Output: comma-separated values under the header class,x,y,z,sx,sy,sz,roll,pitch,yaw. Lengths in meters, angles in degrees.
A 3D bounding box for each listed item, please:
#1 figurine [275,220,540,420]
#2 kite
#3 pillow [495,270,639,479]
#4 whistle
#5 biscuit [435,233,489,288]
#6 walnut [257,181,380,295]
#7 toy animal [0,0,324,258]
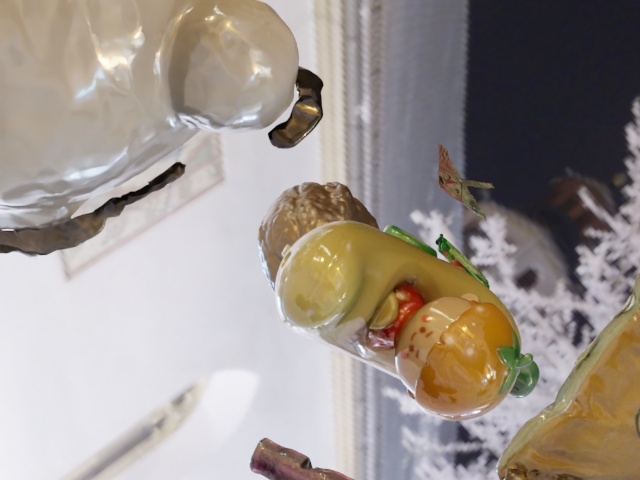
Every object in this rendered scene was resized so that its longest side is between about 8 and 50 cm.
class,x,y,z,sx,sy,sz,roll,pitch,yaw
figurine,0.081,0.076,1.160,0.222,0.124,0.324,36,6,31
kite,0.208,-0.087,1.935,0.005,0.152,0.137,-37,-104,31
pillow,0.293,0.061,0.780,0.312,0.310,0.119,24,11,-29
whistle,0.023,0.203,1.042,0.176,0.033,0.033,24,-39,19
biscuit,0.165,0.029,1.550,0.089,0.016,0.046,44,13,-3
walnut,0.000,0.002,1.860,0.178,0.230,0.178,1,-56,1
toy animal,-0.184,-0.156,0.561,0.258,0.194,0.357,-13,-41,26
